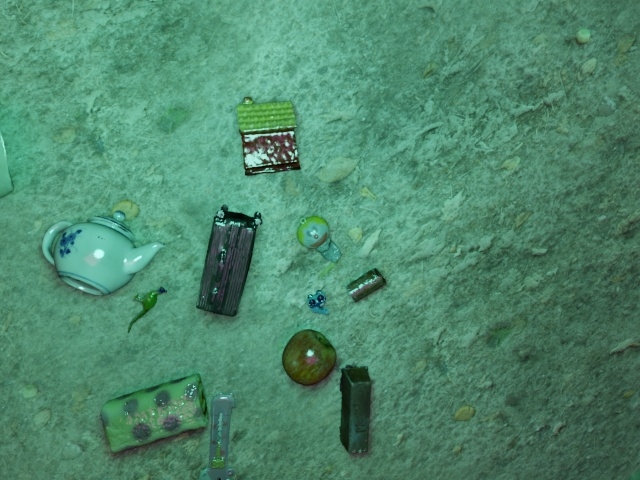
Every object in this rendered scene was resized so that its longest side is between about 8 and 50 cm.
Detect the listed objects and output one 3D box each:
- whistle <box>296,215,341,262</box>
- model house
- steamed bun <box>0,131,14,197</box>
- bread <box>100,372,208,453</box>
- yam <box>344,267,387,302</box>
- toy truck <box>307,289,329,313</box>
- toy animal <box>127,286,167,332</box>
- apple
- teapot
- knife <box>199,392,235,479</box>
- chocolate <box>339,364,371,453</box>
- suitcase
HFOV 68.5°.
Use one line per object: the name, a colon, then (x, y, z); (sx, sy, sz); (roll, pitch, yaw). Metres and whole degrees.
whistle: (0.000, 0.000, 1.666); (0.123, 0.123, 0.223); (-41, 117, 0)
model house: (-0.171, -0.350, 1.554); (0.195, 0.160, 0.254); (-8, 99, -6)
steamed bun: (-1.036, -0.263, 1.364); (0.206, 0.324, 0.325); (-14, 103, -33)
bread: (-0.578, 0.611, 1.664); (0.337, 0.155, 0.187); (-14, 97, -5)
yam: (0.166, 0.163, 1.733); (0.141, 0.079, 0.079); (-33, 102, 0)
toy truck: (-0.005, 0.236, 1.735); (0.073, 0.056, 0.090); (-26, 116, 2)
toy animal: (-0.635, 0.229, 1.651); (0.075, 0.041, 0.217); (42, 96, -14)
apple: (-0.043, 0.420, 1.689); (0.188, 0.188, 0.174); (37, 102, -12)
teapot: (-0.704, 0.023, 1.516); (0.423, 0.252, 0.280); (10, 63, 13)
knife: (-0.384, 0.762, 1.777); (0.132, 0.038, 0.400); (4, 99, -11)
chocolate: (0.135, 0.644, 1.792); (0.111, 0.112, 0.322); (0, 100, -11)
suitcase: (-0.302, 0.063, 1.569); (0.152, 0.229, 0.336); (13, 97, -9)
